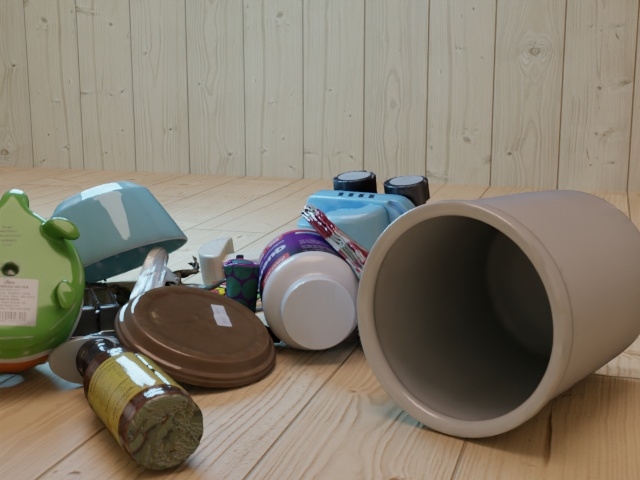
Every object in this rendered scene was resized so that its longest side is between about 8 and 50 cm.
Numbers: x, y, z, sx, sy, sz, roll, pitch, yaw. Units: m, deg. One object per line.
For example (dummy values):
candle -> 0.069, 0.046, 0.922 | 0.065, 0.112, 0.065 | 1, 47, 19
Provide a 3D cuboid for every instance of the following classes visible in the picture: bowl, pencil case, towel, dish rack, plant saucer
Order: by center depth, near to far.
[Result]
plant saucer -> -0.204, 0.150, 1.594 | 0.277, 0.041, 0.278 | 15, 22, -6
pencil case -> -0.151, 0.107, 1.754 | 0.070, 0.152, 0.064 | 6, 15, 0
towel -> 0.112, 0.057, 1.775 | 0.237, 0.037, 0.329 | 36, 6, -40
dish rack -> -0.492, 0.133, 1.838 | 0.208, 0.074, 0.271 | -3, 10, -19
bowl -> -0.457, -0.021, 2.050 | 0.311, 0.163, 0.311 | -20, -5, -2

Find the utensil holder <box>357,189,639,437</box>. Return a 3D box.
utensil holder -> 0.293, 0.086, 1.447 | 0.327, 0.328, 0.385 | 9, 12, 36

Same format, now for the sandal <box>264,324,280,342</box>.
sandal -> -0.156, 0.171, 1.695 | 0.179, 0.040, 0.067 | 6, 18, -28

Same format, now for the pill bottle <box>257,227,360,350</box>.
pill bottle -> -0.022, 0.091, 1.754 | 0.181, 0.182, 0.323 | -1, 11, -7

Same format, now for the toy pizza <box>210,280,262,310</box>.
toy pizza -> -0.183, 0.113, 2.016 | 0.201, 0.032, 0.201 | 0, 12, 0

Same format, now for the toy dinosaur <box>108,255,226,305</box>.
toy dinosaur -> -0.307, 0.090, 2.007 | 0.268, 0.064, 0.118 | -10, 23, 11

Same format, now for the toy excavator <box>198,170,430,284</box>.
toy excavator -> 0.000, 0.000, 2.202 | 0.432, 0.222, 0.445 | 6, 22, 32

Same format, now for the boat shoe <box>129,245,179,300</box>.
boat shoe -> -0.324, 0.097, 1.901 | 0.081, 0.079, 0.227 | 14, 35, -3

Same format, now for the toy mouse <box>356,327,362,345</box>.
toy mouse -> 0.113, 0.172, 1.731 | 0.143, 0.031, 0.161 | 2, 10, 22

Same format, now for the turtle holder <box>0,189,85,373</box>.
turtle holder -> -0.527, 0.070, 1.567 | 0.243, 0.227, 0.320 | -24, 65, -33

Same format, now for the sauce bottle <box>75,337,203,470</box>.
sauce bottle -> -0.269, 0.213, 1.344 | 0.111, 0.112, 0.344 | -6, 12, -25

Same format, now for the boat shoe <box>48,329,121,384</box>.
boat shoe -> -0.350, 0.187, 1.570 | 0.219, 0.078, 0.070 | 0, 9, -41
